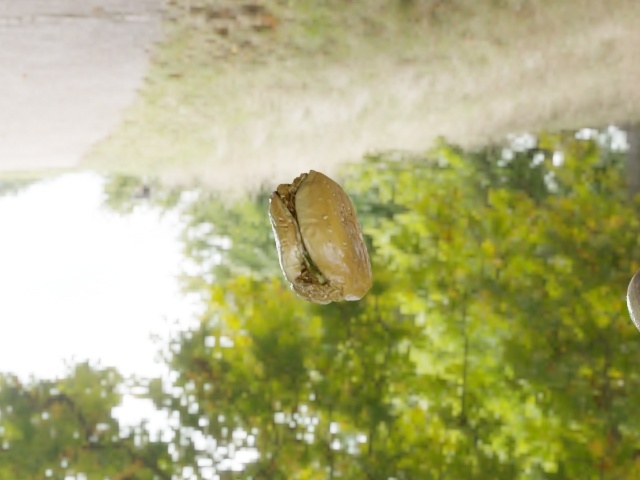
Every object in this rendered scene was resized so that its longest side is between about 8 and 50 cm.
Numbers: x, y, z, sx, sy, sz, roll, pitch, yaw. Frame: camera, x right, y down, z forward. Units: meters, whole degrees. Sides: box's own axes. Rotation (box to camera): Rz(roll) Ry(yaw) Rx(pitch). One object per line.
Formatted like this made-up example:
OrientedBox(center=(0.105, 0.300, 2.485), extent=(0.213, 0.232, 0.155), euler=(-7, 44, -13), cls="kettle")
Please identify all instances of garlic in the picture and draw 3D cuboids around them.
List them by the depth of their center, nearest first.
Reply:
OrientedBox(center=(0.384, 0.067, 1.430), extent=(0.084, 0.066, 0.152), euler=(-18, -153, 44), cls="garlic")

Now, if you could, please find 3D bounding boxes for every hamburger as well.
OrientedBox(center=(0.000, 0.000, 1.368), extent=(0.083, 0.147, 0.138), euler=(-21, 162, 18), cls="hamburger")
